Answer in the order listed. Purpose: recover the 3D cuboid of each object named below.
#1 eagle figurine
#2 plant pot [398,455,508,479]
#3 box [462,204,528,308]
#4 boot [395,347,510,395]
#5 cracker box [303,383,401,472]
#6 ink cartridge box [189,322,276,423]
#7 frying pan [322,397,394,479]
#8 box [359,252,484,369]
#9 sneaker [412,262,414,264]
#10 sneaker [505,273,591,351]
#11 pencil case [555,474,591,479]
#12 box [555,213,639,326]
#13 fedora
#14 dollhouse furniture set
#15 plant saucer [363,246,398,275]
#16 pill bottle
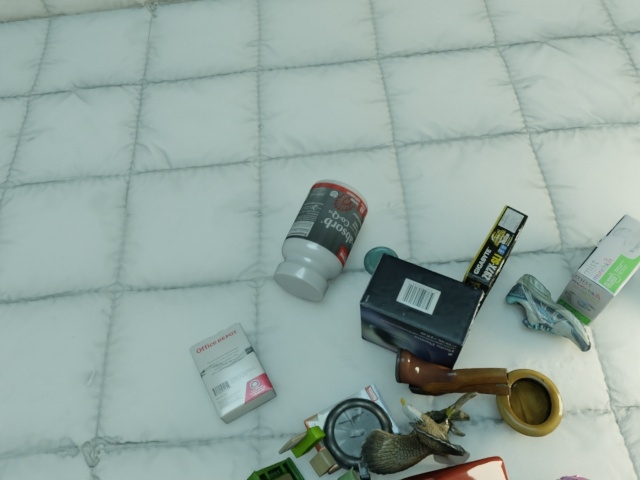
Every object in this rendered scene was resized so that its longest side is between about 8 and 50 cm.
[{"bbox_3d":[0.267,0.512,1.458,0.225,0.226,0.298,20,20,27],"label":"eagle figurine"},{"bbox_3d":[0.290,0.670,1.325,0.267,0.235,0.267,-33,51,36],"label":"plant pot"},{"bbox_3d":[0.491,0.086,1.657,0.079,0.322,0.257,27,67,17],"label":"box"},{"bbox_3d":[0.356,0.365,1.507,0.280,0.264,0.096,-4,50,27],"label":"boot"},{"bbox_3d":[0.090,0.532,1.587,0.232,0.067,0.156,-25,63,-8],"label":"cracker box"},{"bbox_3d":[-0.263,0.394,1.680,0.172,0.100,0.237,-27,63,-10],"label":"ink cartridge box"},{"bbox_3d":[0.087,0.581,1.501,0.197,0.053,0.326,11,62,10],"label":"frying pan"},{"bbox_3d":[0.280,0.221,1.615,0.296,0.294,0.183,21,66,16],"label":"box"},{"bbox_3d":[0.335,0.142,1.786,0.192,0.064,0.086,38,75,26],"label":"sneaker"},{"bbox_3d":[0.683,0.239,1.695,0.122,0.110,0.283,-42,61,2],"label":"sneaker"},{"bbox_3d":[0.568,0.762,1.360,0.386,0.160,0.167,-45,33,-18],"label":"pencil case"},{"bbox_3d":[0.853,0.089,1.674,0.262,0.231,0.127,-42,65,-18],"label":"box"},{"bbox_3d":[0.580,0.461,1.574,0.194,0.079,0.194,-3,54,4],"label":"fedora"},{"bbox_3d":[-0.009,0.662,1.429,0.197,0.151,0.301,-50,64,20],"label":"dollhouse furniture set"},{"bbox_3d":[0.203,0.067,1.868,0.119,0.021,0.119,-2,60,4],"label":"plant saucer"},{"bbox_3d":[0.000,0.000,1.817,0.210,0.210,0.363,18,64,15],"label":"pill bottle"}]
